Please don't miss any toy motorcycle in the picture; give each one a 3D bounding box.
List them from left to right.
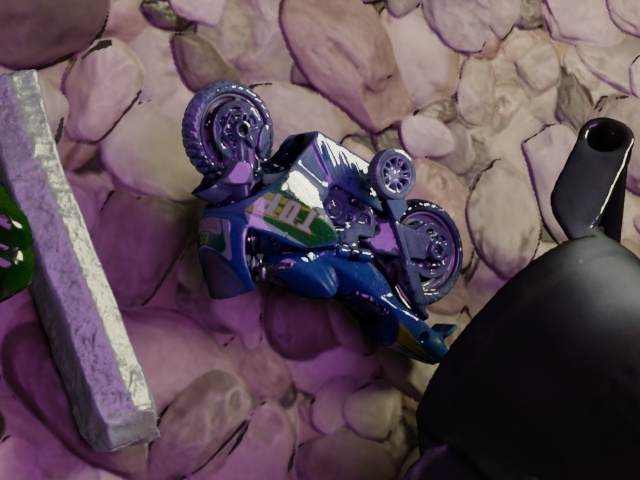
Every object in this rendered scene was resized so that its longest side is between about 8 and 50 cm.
[{"bbox_3d":[0.000,0.000,1.072,0.254,0.092,0.135,29,71,-32],"label":"toy motorcycle"}]

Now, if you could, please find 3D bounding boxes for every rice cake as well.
[{"bbox_3d":[-0.159,0.014,0.996,0.045,0.042,0.245,-18,86,-34],"label":"rice cake"}]

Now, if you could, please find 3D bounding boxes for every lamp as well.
[{"bbox_3d":[0.212,0.135,1.035,0.272,0.205,0.374,24,58,22],"label":"lamp"}]

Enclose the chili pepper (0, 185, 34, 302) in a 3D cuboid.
[{"bbox_3d":[-0.282,0.011,0.901,0.253,0.083,0.099,-13,92,-30],"label":"chili pepper"}]
